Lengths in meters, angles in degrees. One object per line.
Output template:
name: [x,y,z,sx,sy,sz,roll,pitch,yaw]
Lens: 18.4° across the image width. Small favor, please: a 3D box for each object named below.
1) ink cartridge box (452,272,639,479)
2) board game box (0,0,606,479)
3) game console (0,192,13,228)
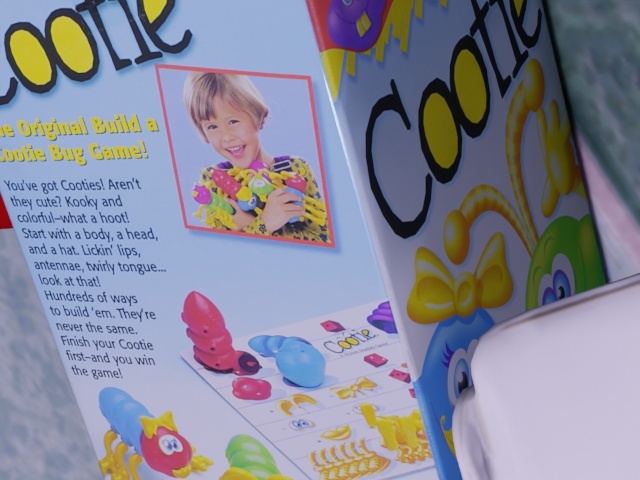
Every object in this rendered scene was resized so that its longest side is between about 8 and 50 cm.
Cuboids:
ink cartridge box: [0.257,0.094,0.411,0.384,0.160,0.279,-19,80,20]
board game box: [0.000,0.000,0.672,0.144,0.142,0.275,0,118,33]
game console: [-0.151,-0.069,0.812,0.144,0.085,0.124,-3,85,33]
